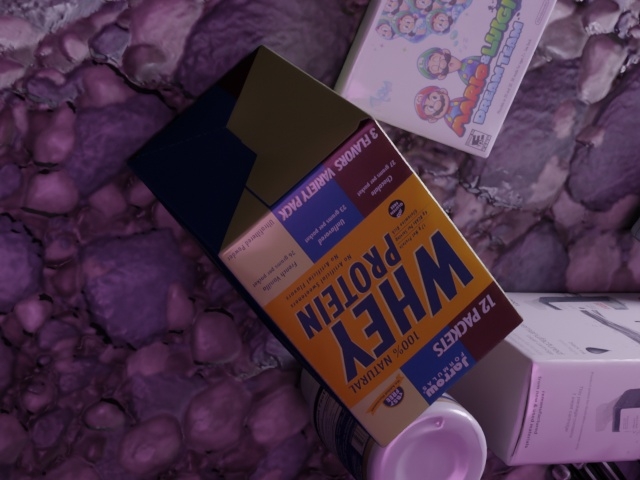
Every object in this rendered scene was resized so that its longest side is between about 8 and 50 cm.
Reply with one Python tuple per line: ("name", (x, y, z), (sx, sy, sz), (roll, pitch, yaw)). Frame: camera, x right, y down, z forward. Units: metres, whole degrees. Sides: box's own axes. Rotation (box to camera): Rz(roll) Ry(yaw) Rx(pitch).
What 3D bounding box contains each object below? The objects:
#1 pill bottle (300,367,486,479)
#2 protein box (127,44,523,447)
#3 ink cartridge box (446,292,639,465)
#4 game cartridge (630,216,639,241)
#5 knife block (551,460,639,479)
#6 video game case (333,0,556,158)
("pill bottle", (0.048, 0.135, 1.319), (0.094, 0.169, 0.094), (-9, 113, -21))
("protein box", (0.000, 0.000, 1.228), (0.136, 0.200, 0.201), (-42, 121, -5))
("ink cartridge box", (0.214, 0.107, 1.391), (0.217, 0.158, 0.092), (3, 107, -26))
("game cartridge", (0.419, -0.009, 1.504), (0.297, 0.062, 0.198), (36, 88, -31))
("knife block", (0.304, 0.286, 1.542), (0.242, 0.088, 0.276), (1, 109, -24))
("video game case", (0.098, -0.155, 1.319), (0.143, 0.019, 0.157), (18, 101, -29))
